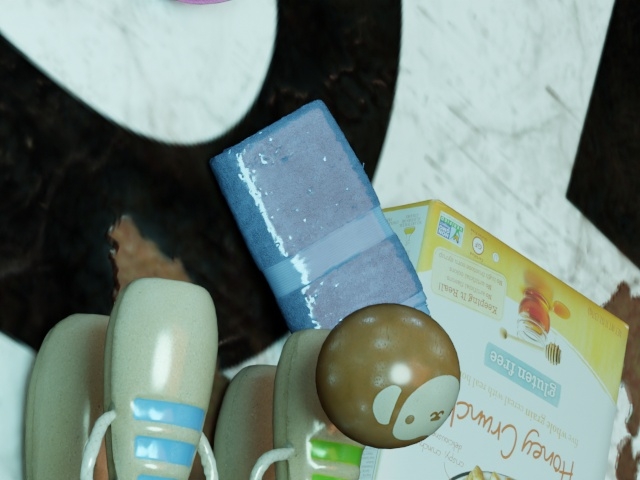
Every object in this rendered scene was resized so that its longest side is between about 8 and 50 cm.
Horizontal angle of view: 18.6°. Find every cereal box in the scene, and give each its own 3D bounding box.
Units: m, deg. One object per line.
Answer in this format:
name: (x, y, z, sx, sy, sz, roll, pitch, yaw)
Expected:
cereal box: (0.074, 0.122, 0.976, 0.173, 0.047, 0.240, 30, 62, -40)

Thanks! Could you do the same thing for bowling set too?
bowling set: (-0.047, 0.101, 0.741, 0.287, 0.200, 0.154, 17, 72, -42)

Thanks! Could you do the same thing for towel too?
towel: (0.000, 0.000, 0.908, 0.067, 0.029, 0.119, -28, 96, -18)

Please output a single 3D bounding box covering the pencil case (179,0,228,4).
pencil case: (-0.034, -0.212, 0.874, 0.095, 0.098, 0.209, 30, 63, -42)
